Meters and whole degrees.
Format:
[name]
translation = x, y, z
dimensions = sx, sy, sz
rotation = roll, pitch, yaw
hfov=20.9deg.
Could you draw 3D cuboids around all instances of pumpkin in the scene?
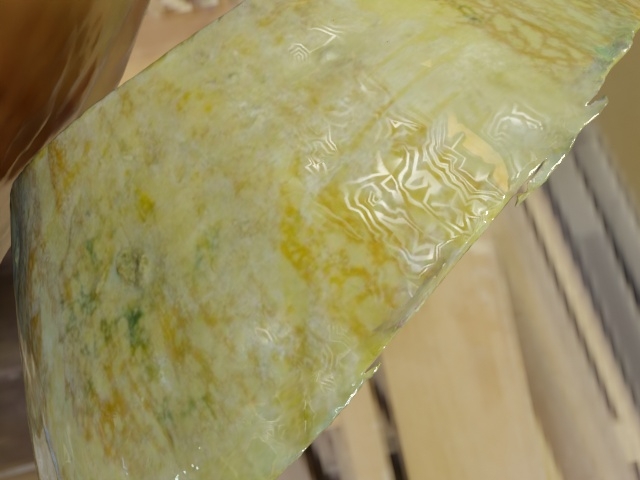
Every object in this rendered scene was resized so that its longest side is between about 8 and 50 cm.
[pumpkin]
translation = -0.017, -0.006, 0.451
dimensions = 0.217, 0.110, 0.217
rotation = -45, -6, -6

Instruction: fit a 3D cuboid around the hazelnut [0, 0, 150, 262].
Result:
[hazelnut]
translation = -0.247, -0.134, 0.465
dimensions = 0.420, 0.353, 0.421
rotation = 12, 23, -5
